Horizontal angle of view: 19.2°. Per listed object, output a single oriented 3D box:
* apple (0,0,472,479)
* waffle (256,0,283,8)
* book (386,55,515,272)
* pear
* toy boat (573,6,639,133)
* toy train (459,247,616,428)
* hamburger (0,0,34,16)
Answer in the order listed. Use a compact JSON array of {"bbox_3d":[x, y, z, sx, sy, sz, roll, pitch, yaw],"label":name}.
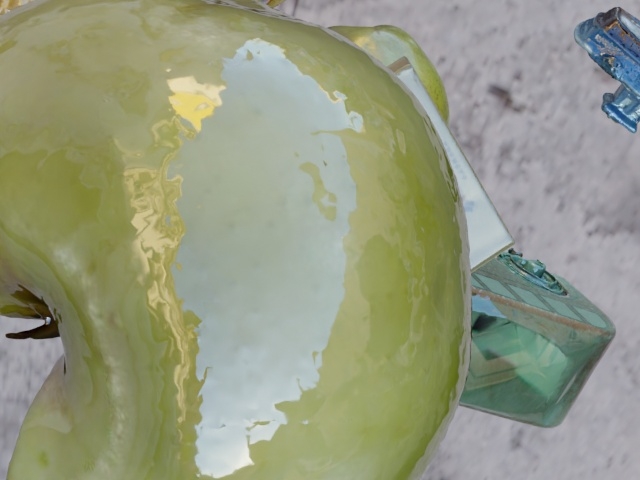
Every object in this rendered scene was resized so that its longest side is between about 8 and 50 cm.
[{"bbox_3d":[-0.047,0.014,0.885,0.258,0.233,0.295,-17,87,-51],"label":"apple"},{"bbox_3d":[-0.092,-0.227,1.674,0.102,0.042,0.148,32,53,26],"label":"waffle"},{"bbox_3d":[0.000,0.000,1.283,0.231,0.026,0.161,-33,114,-3],"label":"book"},{"bbox_3d":[0.035,-0.120,1.891,0.198,0.198,0.198,5,60,-8],"label":"pear"},{"bbox_3d":[0.232,-0.105,1.339,0.137,0.061,0.060,37,32,-13],"label":"toy boat"},{"bbox_3d":[0.137,0.074,1.714,0.326,0.129,0.159,19,20,-37],"label":"toy train"},{"bbox_3d":[-0.338,-0.207,1.792,0.162,0.330,0.209,-35,83,-28],"label":"hamburger"}]
